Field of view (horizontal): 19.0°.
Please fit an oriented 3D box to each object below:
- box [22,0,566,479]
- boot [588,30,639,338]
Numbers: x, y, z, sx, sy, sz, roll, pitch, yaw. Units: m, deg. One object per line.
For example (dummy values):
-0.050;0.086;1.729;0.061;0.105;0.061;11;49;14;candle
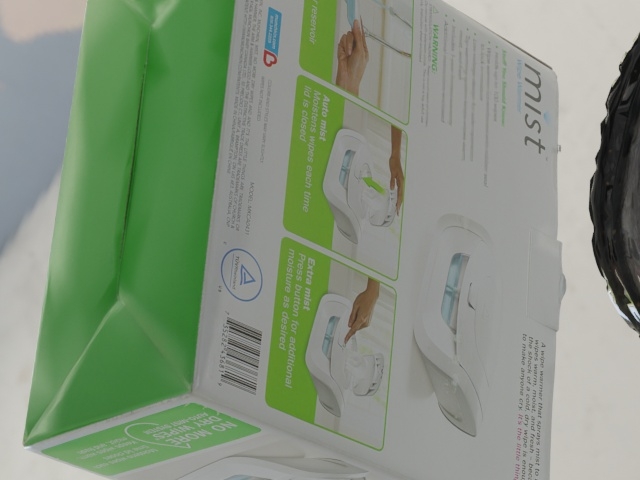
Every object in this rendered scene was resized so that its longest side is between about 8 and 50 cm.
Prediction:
0.000;0.000;0.926;0.127;0.231;0.262;-21;-124;41;box
0.248;-0.089;0.637;0.338;0.118;0.223;-55;-151;-8;boot
